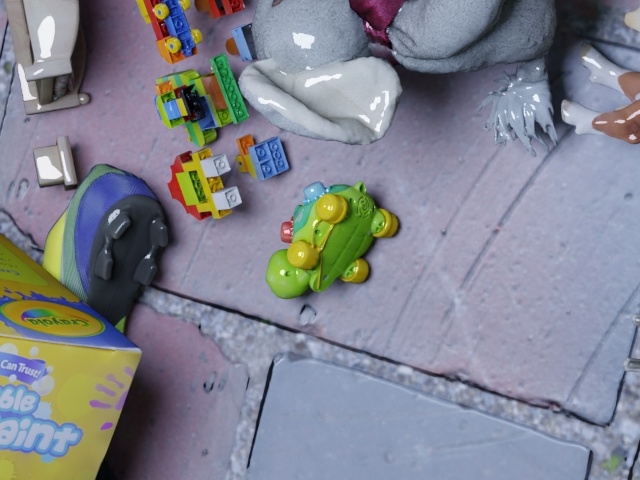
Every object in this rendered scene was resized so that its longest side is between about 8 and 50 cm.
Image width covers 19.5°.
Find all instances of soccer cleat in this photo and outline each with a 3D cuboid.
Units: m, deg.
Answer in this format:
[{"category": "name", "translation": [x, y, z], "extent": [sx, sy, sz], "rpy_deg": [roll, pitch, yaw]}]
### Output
[{"category": "soccer cleat", "translation": [-0.232, 0.062, 1.746], "extent": [0.121, 0.093, 0.289], "rpy_deg": [47, 116, 47]}]

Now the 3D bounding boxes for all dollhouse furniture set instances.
[{"category": "dollhouse furniture set", "translation": [-0.190, -0.243, 1.626], "extent": [0.174, 0.303, 0.355], "rpy_deg": [-11, 88, -9]}]

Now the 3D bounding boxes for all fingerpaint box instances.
[{"category": "fingerpaint box", "translation": [-0.440, 0.063, 1.566], "extent": [0.371, 0.445, 0.163], "rpy_deg": [33, 106, 45]}]

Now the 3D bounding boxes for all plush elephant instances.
[{"category": "plush elephant", "translation": [0.050, -0.211, 1.507], "extent": [0.255, 0.272, 0.330], "rpy_deg": [-9, 113, -2]}]

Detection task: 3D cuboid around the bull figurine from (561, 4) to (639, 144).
[{"category": "bull figurine", "translation": [0.290, -0.219, 1.496], "extent": [0.188, 0.101, 0.310], "rpy_deg": [-1, 90, 25]}]

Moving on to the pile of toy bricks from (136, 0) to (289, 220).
[{"category": "pile of toy bricks", "translation": [-0.112, -0.132, 1.680], "extent": [0.105, 0.118, 0.212], "rpy_deg": [-5, 107, 50]}]

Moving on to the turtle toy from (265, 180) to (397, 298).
[{"category": "turtle toy", "translation": [0.000, 0.000, 1.636], "extent": [0.066, 0.095, 0.130], "rpy_deg": [44, 107, 38]}]

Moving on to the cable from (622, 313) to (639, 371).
[{"category": "cable", "translation": [0.396, 0.090, 1.500], "extent": [0.287, 0.072, 0.139], "rpy_deg": [21, 83, 9]}]

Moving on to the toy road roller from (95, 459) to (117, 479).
[{"category": "toy road roller", "translation": [-0.331, 0.339, 1.723], "extent": [0.330, 0.202, 0.240], "rpy_deg": [-6, 105, 26]}]
